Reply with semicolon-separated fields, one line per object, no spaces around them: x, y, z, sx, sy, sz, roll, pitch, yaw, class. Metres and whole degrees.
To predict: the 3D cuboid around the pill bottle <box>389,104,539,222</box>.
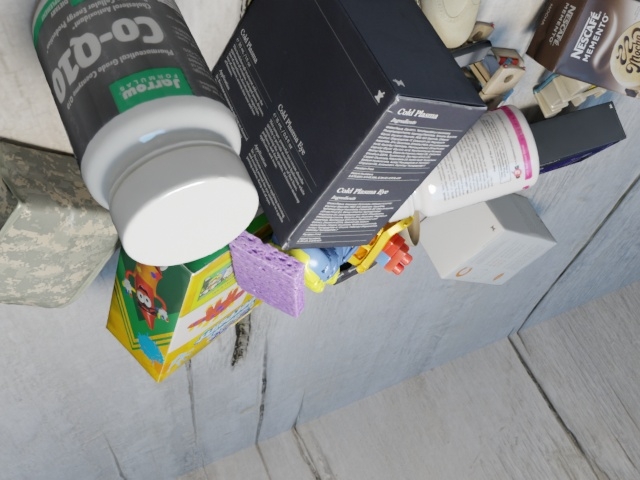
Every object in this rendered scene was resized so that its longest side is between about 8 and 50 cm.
0.241;-0.137;1.476;0.283;0.160;0.160;-17;153;-1;pill bottle

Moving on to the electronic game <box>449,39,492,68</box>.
0.189;-0.307;1.407;0.229;0.048;0.229;-19;-172;3;electronic game

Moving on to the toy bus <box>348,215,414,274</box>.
0.122;-0.037;1.700;0.220;0.211;0.149;-56;172;27;toy bus

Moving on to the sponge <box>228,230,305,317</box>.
-0.080;0.056;1.241;0.031;0.117;0.210;-59;170;-19;sponge

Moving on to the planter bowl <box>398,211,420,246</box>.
0.158;-0.060;1.833;0.109;0.162;0.162;-7;159;18;planter bowl

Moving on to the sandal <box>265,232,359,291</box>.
0.000;0.000;1.344;0.138;0.126;0.317;-51;177;7;sandal

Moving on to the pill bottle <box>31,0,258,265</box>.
-0.224;-0.161;1.023;0.204;0.361;0.204;-22;153;-12;pill bottle

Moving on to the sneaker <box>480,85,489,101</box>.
0.206;-0.220;1.576;0.343;0.146;0.134;-17;152;-19;sneaker

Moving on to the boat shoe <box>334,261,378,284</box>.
0.085;0.050;2.031;0.206;0.075;0.065;-36;156;26;boat shoe

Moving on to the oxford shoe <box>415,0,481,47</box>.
0.221;-0.421;1.152;0.140;0.146;0.397;-43;153;-22;oxford shoe

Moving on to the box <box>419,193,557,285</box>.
0.450;-0.011;2.165;0.215;0.168;0.345;-42;151;27;box

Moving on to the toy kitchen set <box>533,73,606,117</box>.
0.556;-0.370;1.715;0.166;0.122;0.207;-23;174;-11;toy kitchen set

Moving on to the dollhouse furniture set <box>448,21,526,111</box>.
0.345;-0.324;1.538;0.183;0.129;0.129;-4;146;-38;dollhouse furniture set

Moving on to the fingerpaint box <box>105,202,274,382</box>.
-0.156;0.001;1.459;0.445;0.163;0.371;-37;163;-37;fingerpaint box

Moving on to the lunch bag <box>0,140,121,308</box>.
-0.477;-0.001;1.294;0.287;0.169;0.235;-46;150;24;lunch bag

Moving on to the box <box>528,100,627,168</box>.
0.552;-0.226;1.888;0.261;0.103;0.184;-17;171;-20;box

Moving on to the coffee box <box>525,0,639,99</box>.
0.565;-0.373;1.509;0.297;0.119;0.168;10;117;-20;coffee box

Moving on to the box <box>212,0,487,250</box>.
0.019;-0.214;1.181;0.179;0.343;0.312;-3;145;-38;box
